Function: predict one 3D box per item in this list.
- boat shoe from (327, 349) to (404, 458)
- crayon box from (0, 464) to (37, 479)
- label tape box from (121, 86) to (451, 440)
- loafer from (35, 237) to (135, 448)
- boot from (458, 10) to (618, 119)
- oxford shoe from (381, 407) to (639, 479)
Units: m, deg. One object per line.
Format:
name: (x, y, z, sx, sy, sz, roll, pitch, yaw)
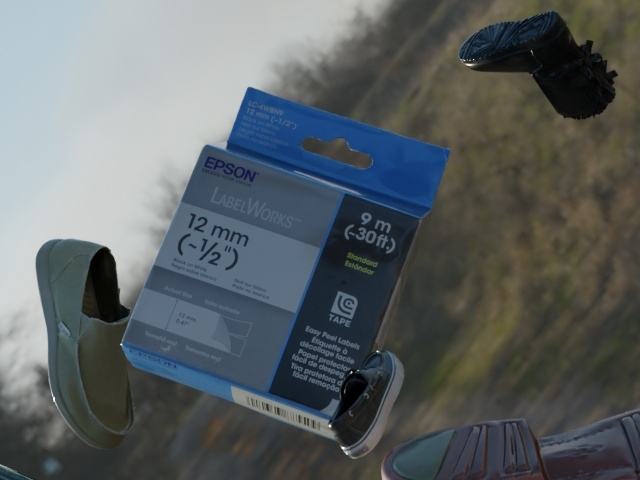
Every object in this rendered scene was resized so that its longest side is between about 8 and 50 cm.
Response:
boat shoe: (0.038, 0.130, 1.431, 0.049, 0.040, 0.142, -34, 17, 25)
crayon box: (-0.266, 0.209, 1.256, 0.323, 0.203, 0.083, 82, -149, -73)
label tape box: (-0.030, 0.006, 1.773, 0.115, 0.249, 0.347, 82, -152, -74)
loafer: (-0.277, 0.122, 2.043, 0.092, 0.268, 0.102, -16, -2, 33)
boot: (0.191, -0.146, 1.449, 0.121, 0.099, 0.045, -10, 44, 45)
oxford shoe: (0.251, 0.218, 1.306, 0.140, 0.397, 0.146, -66, -28, -69)
